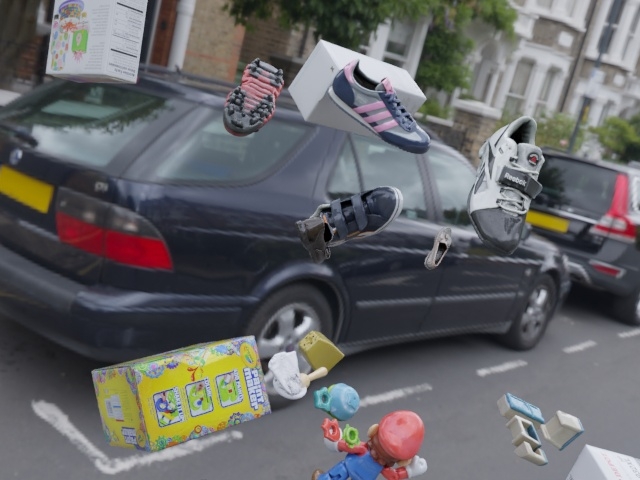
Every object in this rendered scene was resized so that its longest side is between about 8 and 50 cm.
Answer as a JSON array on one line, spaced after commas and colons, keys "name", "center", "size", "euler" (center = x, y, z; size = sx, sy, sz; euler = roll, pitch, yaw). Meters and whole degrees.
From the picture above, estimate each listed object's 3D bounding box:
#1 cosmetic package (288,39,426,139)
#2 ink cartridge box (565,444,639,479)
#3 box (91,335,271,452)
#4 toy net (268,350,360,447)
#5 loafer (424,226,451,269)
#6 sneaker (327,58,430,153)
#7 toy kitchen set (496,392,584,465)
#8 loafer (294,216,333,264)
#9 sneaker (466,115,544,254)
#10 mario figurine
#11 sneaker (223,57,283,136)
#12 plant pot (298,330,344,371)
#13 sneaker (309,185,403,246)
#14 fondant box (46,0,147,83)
[{"name": "cosmetic package", "center": [0.114, -0.438, 2.143], "size": [0.366, 0.197, 0.155], "euler": [9, 43, -41]}, {"name": "ink cartridge box", "center": [0.709, 0.579, 1.511], "size": [0.308, 0.129, 0.223], "euler": [16, 19, -9]}, {"name": "box", "center": [-0.311, 0.330, 1.571], "size": [0.279, 0.177, 0.290], "euler": [-11, -4, -34]}, {"name": "toy net", "center": [-0.016, 0.275, 1.243], "size": [0.232, 0.122, 0.045], "euler": [34, -39, -31]}, {"name": "loafer", "center": [0.311, 0.020, 1.839], "size": [0.045, 0.125, 0.039], "euler": [34, -18, -16]}, {"name": "sneaker", "center": [0.176, -0.355, 1.903], "size": [0.319, 0.131, 0.112], "euler": [33, 38, -2]}, {"name": "toy kitchen set", "center": [0.565, 0.450, 1.791], "size": [0.122, 0.166, 0.207], "euler": [29, 26, -20]}, {"name": "loafer", "center": [0.000, 0.000, 1.766], "size": [0.078, 0.080, 0.220], "euler": [-21, -17, 5]}, {"name": "sneaker", "center": [0.396, -0.129, 1.493], "size": [0.122, 0.330, 0.146], "euler": [20, -35, -14]}, {"name": "mario figurine", "center": [0.132, 0.533, 1.780], "size": [0.198, 0.320, 0.170], "euler": [32, 22, -37]}, {"name": "sneaker", "center": [-0.152, -0.273, 1.503], "size": [0.098, 0.135, 0.276], "euler": [26, 35, -9]}, {"name": "plant pot", "center": [-0.008, 0.273, 1.777], "size": [0.083, 0.081, 0.081], "euler": [50, -7, -30]}, {"name": "sneaker", "center": [0.084, -0.063, 2.053], "size": [0.321, 0.126, 0.127], "euler": [-29, -23, 36]}, {"name": "fondant box", "center": [-0.510, -0.535, 1.647], "size": [0.238, 0.330, 0.096], "euler": [11, 3, 39]}]
